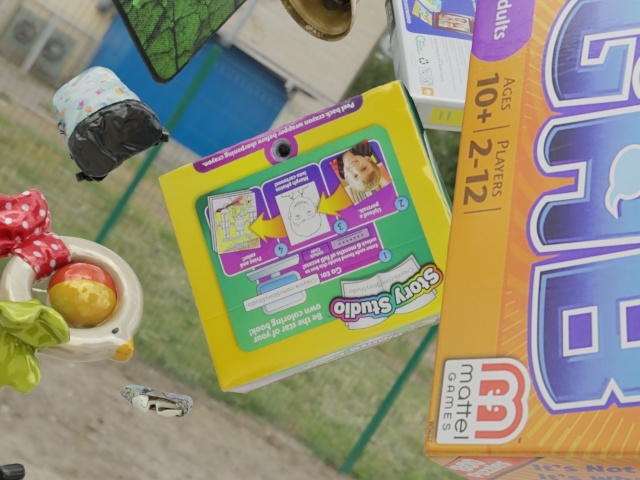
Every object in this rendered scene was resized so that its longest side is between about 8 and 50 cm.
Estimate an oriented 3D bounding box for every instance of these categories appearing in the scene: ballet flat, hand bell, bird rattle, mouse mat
[{"bbox_3d":[-0.254,0.249,1.747,0.114,0.041,0.041,10,1,1],"label":"ballet flat"},{"bbox_3d":[0.071,-0.337,1.289,0.126,0.242,0.126,36,-32,26],"label":"hand bell"},{"bbox_3d":[-0.306,0.060,1.299,0.206,0.143,0.253,13,37,-21],"label":"bird rattle"},{"bbox_3d":[-0.085,-0.224,0.828,0.007,0.190,0.153,21,-28,33],"label":"mouse mat"}]

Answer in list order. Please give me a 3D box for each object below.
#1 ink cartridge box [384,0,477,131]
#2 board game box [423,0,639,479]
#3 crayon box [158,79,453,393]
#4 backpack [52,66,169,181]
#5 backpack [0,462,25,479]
[{"bbox_3d":[0.263,-0.276,1.742,0.307,0.072,0.304,7,44,-10],"label":"ink cartridge box"},{"bbox_3d":[0.328,0.019,0.781,0.356,0.356,0.356,-7,-27,35],"label":"board game box"},{"bbox_3d":[0.000,0.000,1.536,0.106,0.362,0.313,28,42,-74],"label":"crayon box"},{"bbox_3d":[-0.321,-0.179,1.684,0.182,0.152,0.115,47,-20,57],"label":"backpack"},{"bbox_3d":[-0.315,0.390,1.032,0.263,0.276,0.213,57,-3,-33],"label":"backpack"}]
